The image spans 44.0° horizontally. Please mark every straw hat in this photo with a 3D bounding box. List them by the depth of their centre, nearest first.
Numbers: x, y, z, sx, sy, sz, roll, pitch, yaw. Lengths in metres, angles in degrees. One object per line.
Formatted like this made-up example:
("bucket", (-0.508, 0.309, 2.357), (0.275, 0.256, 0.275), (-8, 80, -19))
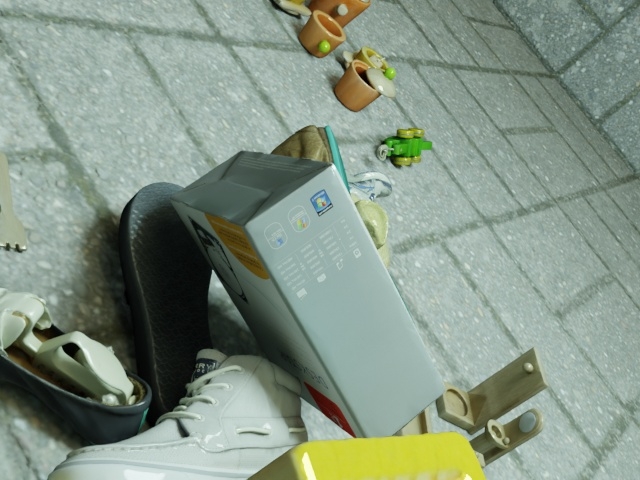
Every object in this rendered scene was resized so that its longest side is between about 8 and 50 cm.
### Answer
("straw hat", (0.055, -0.016, 1.010), (0.144, 0.061, 0.144), (21, 53, -31))

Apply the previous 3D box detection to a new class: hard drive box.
("hard drive box", (-0.013, 0.044, 0.697), (0.181, 0.089, 0.232), (18, -39, 61))

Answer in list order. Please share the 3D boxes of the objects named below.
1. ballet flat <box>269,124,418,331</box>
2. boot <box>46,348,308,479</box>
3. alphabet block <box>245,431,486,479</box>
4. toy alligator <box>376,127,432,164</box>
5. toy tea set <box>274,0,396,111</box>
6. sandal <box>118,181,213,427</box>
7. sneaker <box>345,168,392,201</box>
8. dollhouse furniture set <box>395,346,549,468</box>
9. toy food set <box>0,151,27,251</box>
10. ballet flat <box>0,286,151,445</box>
("ballet flat", (0.000, 0.000, 0.904), (0.116, 0.124, 0.342), (65, 4, -52))
("boot", (-0.099, 0.145, 0.612), (0.258, 0.095, 0.123), (26, 52, -53))
("alphabet block", (0.018, 0.263, 0.551), (0.193, 0.197, 0.192), (9, 48, -46))
("toy alligator", (0.123, -0.154, 1.296), (0.051, 0.056, 0.190), (14, 17, 31))
("toy tea set", (0.054, -0.373, 1.382), (0.200, 0.124, 0.336), (-3, 57, -52))
("sandal", (-0.147, 0.057, 0.730), (0.097, 0.054, 0.254), (18, 52, -39))
("sneaker", (0.052, -0.063, 1.113), (0.135, 0.052, 0.058), (-1, 65, -42))
("dollhouse furniture set", (0.167, 0.181, 0.896), (0.151, 0.123, 0.144), (29, 35, -27))
("toy food set", (-0.332, -0.059, 0.642), (0.192, 0.038, 0.132), (11, 46, -45))
("ballet flat", (-0.212, 0.080, 0.601), (0.203, 0.074, 0.074), (39, 32, -12))
